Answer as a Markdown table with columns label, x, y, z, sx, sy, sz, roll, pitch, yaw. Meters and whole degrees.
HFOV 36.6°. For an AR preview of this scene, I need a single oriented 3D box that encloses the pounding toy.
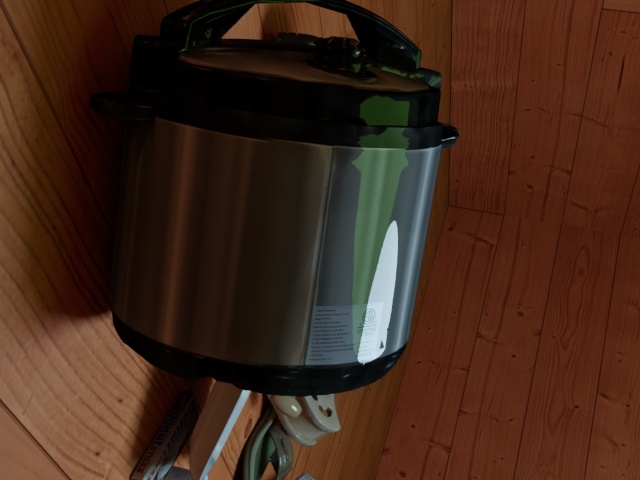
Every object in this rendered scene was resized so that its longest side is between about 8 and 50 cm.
| label | x | y | z | sx | sy | sz | roll | pitch | yaw |
| --- | --- | --- | --- | --- | --- | --- | --- | --- | --- |
| pounding toy | 0.000 | 0.299 | 1.916 | 0.154 | 0.155 | 0.269 | 52 | 25 | -6 |

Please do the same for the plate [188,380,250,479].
| label | x | y | z | sx | sy | sz | roll | pitch | yaw |
| --- | --- | --- | --- | --- | --- | --- | --- | --- | --- |
| plate | -0.126 | 0.211 | 1.442 | 0.277 | 0.045 | 0.277 | 101 | 14 | -84 |

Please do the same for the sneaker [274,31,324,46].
| label | x | y | z | sx | sy | sz | roll | pitch | yaw |
| --- | --- | --- | --- | --- | --- | --- | --- | --- | --- |
| sneaker | -0.010 | -0.227 | 1.641 | 0.343 | 0.134 | 0.146 | 70 | 37 | -63 |

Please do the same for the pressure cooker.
| label | x | y | z | sx | sy | sz | roll | pitch | yaw |
| --- | --- | --- | --- | --- | --- | --- | --- | --- | --- |
| pressure cooker | -0.043 | -0.074 | 1.118 | 0.370 | 0.376 | 0.420 | -32 | 132 | -68 |

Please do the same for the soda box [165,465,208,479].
| label | x | y | z | sx | sy | sz | roll | pitch | yaw |
| --- | --- | --- | --- | --- | --- | --- | --- | --- | --- |
| soda box | -0.228 | 0.437 | 1.394 | 0.073 | 0.069 | 0.216 | 86 | 20 | -45 |

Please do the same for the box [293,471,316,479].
| label | x | y | z | sx | sy | sz | roll | pitch | yaw |
| --- | --- | --- | --- | --- | --- | --- | --- | --- | --- |
| box | -0.074 | 0.597 | 2.002 | 0.169 | 0.087 | 0.290 | -60 | 168 | 4 |

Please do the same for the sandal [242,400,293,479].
| label | x | y | z | sx | sy | sz | roll | pitch | yaw |
| --- | --- | --- | --- | --- | --- | --- | --- | --- | --- |
| sandal | -0.087 | 0.407 | 1.906 | 0.302 | 0.086 | 0.120 | -65 | 160 | -46 |

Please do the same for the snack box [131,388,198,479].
| label | x | y | z | sx | sy | sz | roll | pitch | yaw |
| --- | --- | --- | --- | --- | --- | --- | --- | --- | --- |
| snack box | -0.224 | 0.300 | 1.406 | 0.178 | 0.022 | 0.064 | -62 | 157 | -50 |
